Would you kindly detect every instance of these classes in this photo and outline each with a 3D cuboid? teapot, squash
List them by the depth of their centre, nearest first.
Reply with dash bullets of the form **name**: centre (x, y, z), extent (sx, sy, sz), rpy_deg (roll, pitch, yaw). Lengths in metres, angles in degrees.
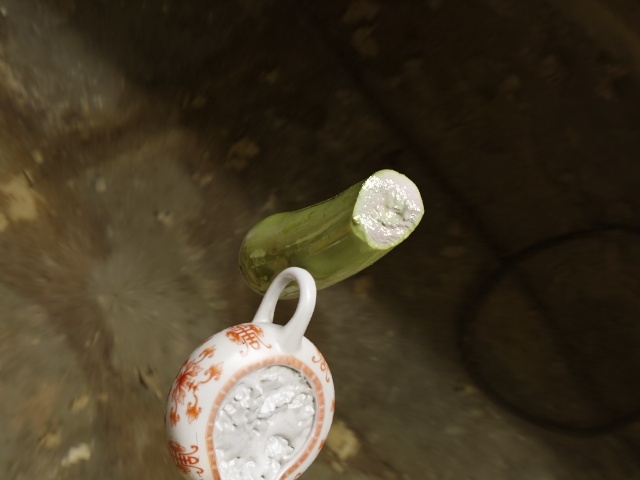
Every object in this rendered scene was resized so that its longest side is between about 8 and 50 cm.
- **teapot**: centre (-0.060, 0.138, 1.672), extent (0.159, 0.116, 0.245), rpy_deg (9, 103, -22)
- **squash**: centre (0.000, 0.000, 1.700), extent (0.083, 0.250, 0.083), rpy_deg (7, 75, -27)
